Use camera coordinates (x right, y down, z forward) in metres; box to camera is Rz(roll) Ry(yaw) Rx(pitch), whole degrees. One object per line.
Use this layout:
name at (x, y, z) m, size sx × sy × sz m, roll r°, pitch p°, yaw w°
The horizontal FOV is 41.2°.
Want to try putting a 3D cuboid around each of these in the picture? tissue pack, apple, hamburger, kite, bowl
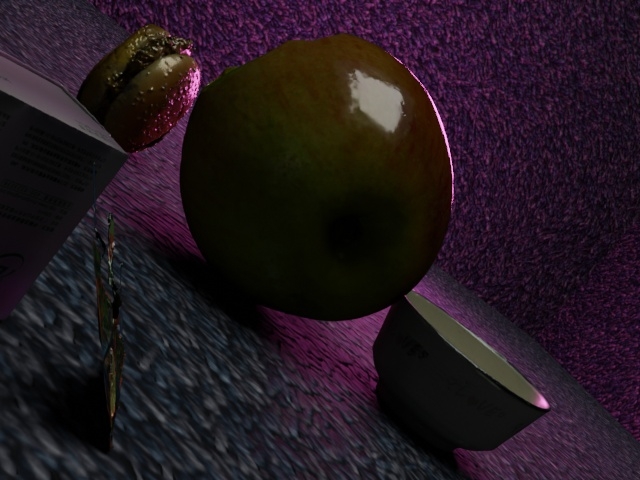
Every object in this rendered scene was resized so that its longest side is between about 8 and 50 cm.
tissue pack at (-0.243, -0.051, 0.462) m, size 0.092 × 0.148 × 0.246 m, roll 42°, pitch 6°, yaw 27°
apple at (-0.003, -0.072, 1.013) m, size 0.339 × 0.339 × 0.339 m, roll 38°, pitch 8°, yaw -6°
hamburger at (-0.250, -0.217, 1.219) m, size 0.118 × 0.191 × 0.182 m, roll 41°, pitch 0°, yaw -2°
kite at (-0.130, 0.053, 0.539) m, size 0.183 × 0.010 × 0.160 m, roll 105°, pitch -20°, yaw -64°
bowl at (0.155, 0.176, 1.069) m, size 0.238 × 0.126 × 0.238 m, roll 38°, pitch 8°, yaw -6°
